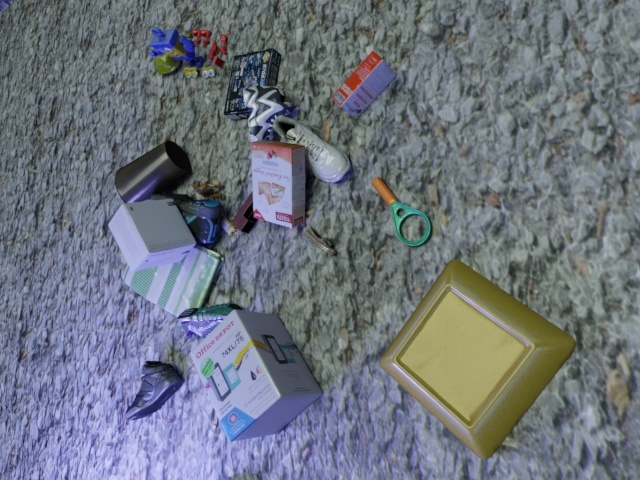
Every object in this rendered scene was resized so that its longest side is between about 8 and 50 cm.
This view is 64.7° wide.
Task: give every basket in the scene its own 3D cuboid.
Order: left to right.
[{"bbox_3d":[-0.589,-0.243,1.795,0.227,0.154,0.204,-30,42,18],"label":"basket"}]

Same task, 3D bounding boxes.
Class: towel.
[{"bbox_3d":[-0.496,0.100,1.672,0.325,0.038,0.247,24,93,18],"label":"towel"}]

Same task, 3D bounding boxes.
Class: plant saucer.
[{"bbox_3d":[0.321,0.253,1.131,0.333,0.081,0.332,39,100,34],"label":"plant saucer"}]

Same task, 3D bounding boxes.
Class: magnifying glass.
[{"bbox_3d":[0.205,-0.079,1.319,0.092,0.026,0.231,-43,59,17],"label":"magnifying glass"}]

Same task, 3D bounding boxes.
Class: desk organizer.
[{"bbox_3d":[-0.217,-0.089,1.578,0.050,0.047,0.130,41,101,30],"label":"desk organizer"}]

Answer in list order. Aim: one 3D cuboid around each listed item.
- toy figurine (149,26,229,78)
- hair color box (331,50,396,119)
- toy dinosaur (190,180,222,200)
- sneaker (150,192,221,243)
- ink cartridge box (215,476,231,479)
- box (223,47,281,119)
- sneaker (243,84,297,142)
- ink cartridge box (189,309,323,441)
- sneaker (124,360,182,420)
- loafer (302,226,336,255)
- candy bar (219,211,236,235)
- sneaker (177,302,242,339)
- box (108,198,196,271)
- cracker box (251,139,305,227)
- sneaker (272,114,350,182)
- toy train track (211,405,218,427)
[{"bbox_3d":[-0.536,-0.728,1.836,0.363,0.217,0.191,14,86,34],"label":"toy figurine"},{"bbox_3d":[0.122,-0.433,1.417,0.167,0.093,0.053,-47,58,14],"label":"hair color box"},{"bbox_3d":[-0.378,-0.161,1.653,0.211,0.112,0.064,-155,65,-69],"label":"toy dinosaur"},{"bbox_3d":[-0.464,-0.082,1.689,0.341,0.125,0.139,16,106,42],"label":"sneaker"},{"bbox_3d":[-0.266,0.712,1.376,0.181,0.104,0.061,27,93,34],"label":"ink cartridge box"},{"bbox_3d":[-0.229,-0.521,1.689,0.175,0.051,0.220,2,79,33],"label":"box"},{"bbox_3d":[-0.142,-0.370,1.569,0.153,0.094,0.234,-9,92,8],"label":"sneaker"},{"bbox_3d":[-0.174,0.354,1.350,0.198,0.197,0.270,-45,59,15],"label":"ink cartridge box"},{"bbox_3d":[-0.553,0.477,1.633,0.227,0.087,0.130,-45,57,12],"label":"sneaker"},{"bbox_3d":[0.000,0.000,1.421,0.125,0.045,0.039,32,90,37],"label":"loafer"},{"bbox_3d":[-0.327,-0.073,1.661,0.161,0.018,0.040,44,106,32],"label":"candy bar"},{"bbox_3d":[-0.330,0.256,1.566,0.224,0.083,0.098,-7,109,23],"label":"sneaker"},{"bbox_3d":[-0.518,-0.020,1.560,0.119,0.181,0.181,-41,73,35],"label":"box"},{"bbox_3d":[-0.123,-0.166,1.466,0.156,0.067,0.232,15,116,34],"label":"cracker box"},{"bbox_3d":[-0.034,-0.269,1.464,0.292,0.118,0.110,42,100,31],"label":"sneaker"},{"bbox_3d":[-0.314,0.518,1.510,0.048,0.014,0.083,-2,78,32],"label":"toy train track"}]
